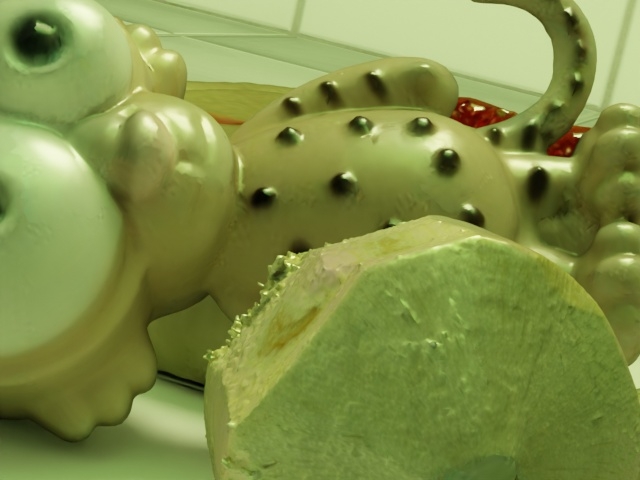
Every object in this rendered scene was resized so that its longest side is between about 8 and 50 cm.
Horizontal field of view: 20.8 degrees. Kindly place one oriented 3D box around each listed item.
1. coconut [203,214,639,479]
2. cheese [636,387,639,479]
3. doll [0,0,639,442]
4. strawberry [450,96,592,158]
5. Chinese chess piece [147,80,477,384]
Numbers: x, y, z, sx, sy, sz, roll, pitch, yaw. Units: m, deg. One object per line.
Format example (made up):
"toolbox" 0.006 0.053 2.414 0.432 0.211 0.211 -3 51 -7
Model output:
"coconut" 0.026 0.052 0.475 0.116 0.116 0.122 11 6 -12
"cheese" 0.104 0.080 0.627 0.065 0.043 0.194 30 17 36
"doll" -0.026 -0.014 0.586 0.278 0.154 0.119 -4 -21 -3
"strawberry" 0.157 -0.048 1.250 0.192 0.085 0.140 14 4 -27
"Chinese chess piece" 0.000 0.000 0.763 0.249 0.103 0.250 12 12 -3
